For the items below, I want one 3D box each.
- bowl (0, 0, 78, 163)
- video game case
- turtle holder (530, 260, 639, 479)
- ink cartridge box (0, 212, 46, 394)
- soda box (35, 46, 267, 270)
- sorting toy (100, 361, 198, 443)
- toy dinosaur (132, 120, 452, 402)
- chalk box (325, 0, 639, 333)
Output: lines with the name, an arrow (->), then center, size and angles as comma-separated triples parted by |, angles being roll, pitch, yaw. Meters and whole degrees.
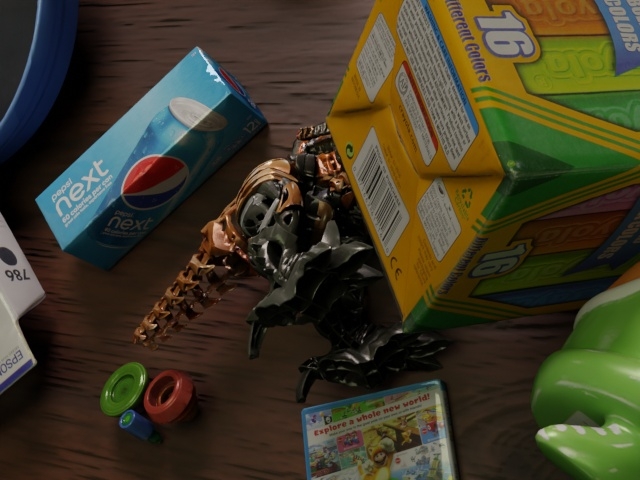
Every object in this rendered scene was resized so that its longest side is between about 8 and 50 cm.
bowl -> -0.415, -0.244, 1.072 | 0.391, 0.077, 0.391 | 1, 92, 27
video game case -> 0.047, 0.195, 0.758 | 0.119, 0.015, 0.166 | -17, 65, 24
turtle holder -> 0.279, 0.114, 0.530 | 0.320, 0.243, 0.227 | 28, 70, 42
ink cartridge box -> -0.377, 0.017, 0.985 | 0.165, 0.065, 0.333 | -36, 75, 22
soda box -> -0.154, -0.072, 0.937 | 0.210, 0.067, 0.071 | -42, 57, 10
sorting toy -> -0.141, 0.141, 0.873 | 0.102, 0.042, 0.061 | -1, 55, 41
toy dinosaur -> 0.000, 0.000, 0.807 | 0.322, 0.164, 0.218 | -48, 40, 27
chalk box -> 0.180, -0.074, 0.652 | 0.288, 0.179, 0.180 | -7, 61, -21
